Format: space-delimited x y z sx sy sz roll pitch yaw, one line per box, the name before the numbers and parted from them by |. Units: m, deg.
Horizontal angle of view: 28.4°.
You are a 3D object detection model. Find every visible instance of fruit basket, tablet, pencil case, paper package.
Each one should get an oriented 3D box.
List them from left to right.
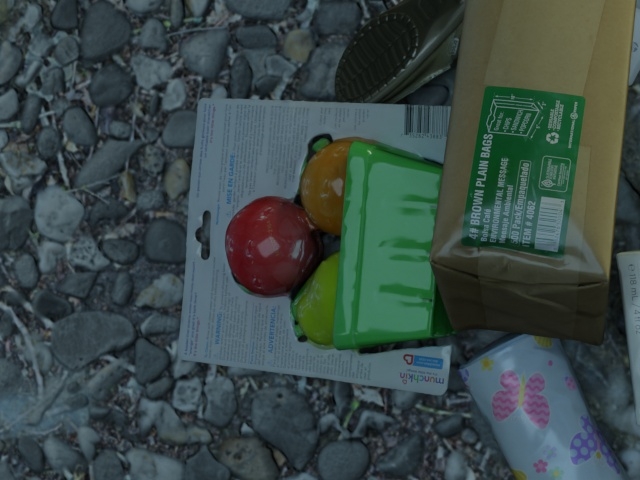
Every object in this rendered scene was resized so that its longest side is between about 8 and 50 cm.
fruit basket | 0.000 0.000 1.490 0.353 0.165 0.327 4 91 31
paper package | 0.222 -0.082 1.288 0.168 0.309 0.324 6 75 13
pencil case | 0.265 0.227 1.414 0.124 0.113 0.273 -29 82 4
tablet | 0.349 -0.225 1.449 0.054 0.006 0.083 27 97 13

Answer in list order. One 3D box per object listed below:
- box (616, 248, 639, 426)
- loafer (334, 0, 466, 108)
box | 0.387 0.095 1.346 0.119 0.182 0.181 -7 87 16
loafer | 0.128 -0.235 1.466 0.268 0.092 0.102 -40 53 26
